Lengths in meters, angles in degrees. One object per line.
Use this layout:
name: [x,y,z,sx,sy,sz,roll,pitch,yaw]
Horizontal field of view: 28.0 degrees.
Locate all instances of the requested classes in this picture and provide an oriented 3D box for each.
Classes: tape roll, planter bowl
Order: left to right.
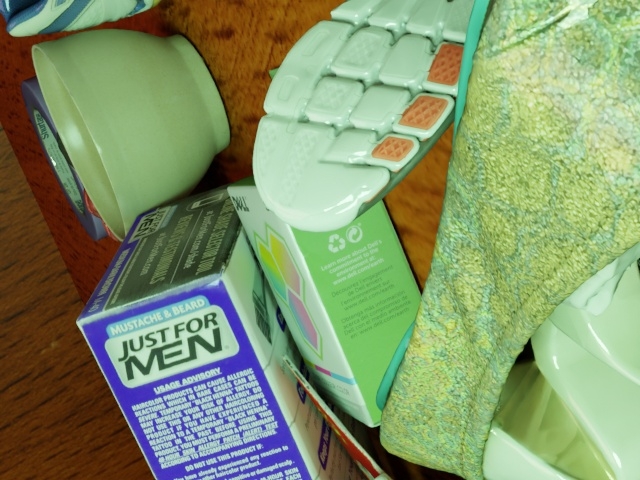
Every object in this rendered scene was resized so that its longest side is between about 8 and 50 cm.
tape roll: [-0.248,-0.100,1.389,0.189,0.080,0.189,56,162,28]
planter bowl: [-0.137,-0.095,0.985,0.162,0.109,0.162,55,162,27]

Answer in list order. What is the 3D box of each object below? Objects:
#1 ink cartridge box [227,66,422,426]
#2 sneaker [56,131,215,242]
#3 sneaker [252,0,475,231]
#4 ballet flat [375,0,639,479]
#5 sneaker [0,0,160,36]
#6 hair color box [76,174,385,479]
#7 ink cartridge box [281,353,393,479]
ink cartridge box: [0.000,0.000,0.777,0.209,0.062,0.109,67,165,-9]
sneaker: [-0.175,-0.074,1.157,0.135,0.098,0.276,67,166,-19]
sneaker: [0.037,-0.061,0.439,0.061,0.158,0.065,26,163,25]
ballet flat: [0.091,0.026,0.447,0.123,0.123,0.348,56,161,26]
sneaker: [-0.187,-0.250,0.867,0.112,0.131,0.296,55,161,34]
hair color box: [-0.035,0.146,0.898,0.185,0.110,0.338,-79,-30,-68]
ink cartridge box: [0.064,0.225,0.802,0.239,0.060,0.275,44,169,42]
